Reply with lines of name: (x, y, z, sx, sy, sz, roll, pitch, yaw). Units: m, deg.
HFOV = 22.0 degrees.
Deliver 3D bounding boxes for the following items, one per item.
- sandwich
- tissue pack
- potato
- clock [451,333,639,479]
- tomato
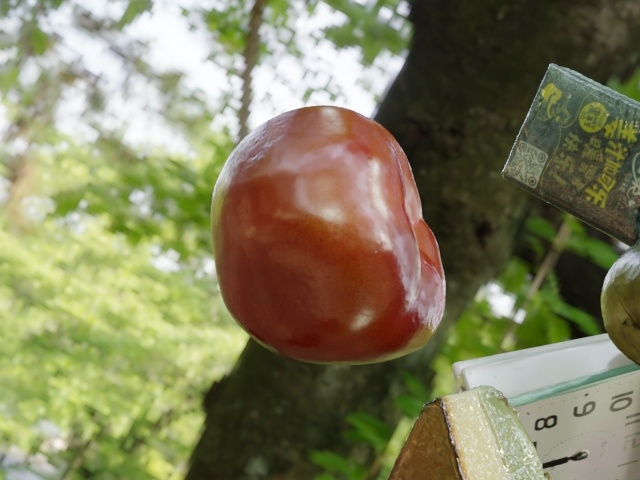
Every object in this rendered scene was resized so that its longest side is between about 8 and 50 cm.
sandwich: (0.105, 0.245, 1.360, 0.108, 0.220, 0.186, -12, -10, -43)
tissue pack: (0.399, -0.118, 2.329, 0.257, 0.185, 0.081, 32, 15, 36)
potato: (0.364, 0.056, 1.523, 0.248, 0.169, 0.143, -11, -68, 59)
clock: (0.254, 0.198, 1.737, 0.262, 0.231, 0.116, 85, -13, -51)
tomato: (0.000, 0.000, 1.754, 0.226, 0.299, 0.298, -16, -29, 16)
